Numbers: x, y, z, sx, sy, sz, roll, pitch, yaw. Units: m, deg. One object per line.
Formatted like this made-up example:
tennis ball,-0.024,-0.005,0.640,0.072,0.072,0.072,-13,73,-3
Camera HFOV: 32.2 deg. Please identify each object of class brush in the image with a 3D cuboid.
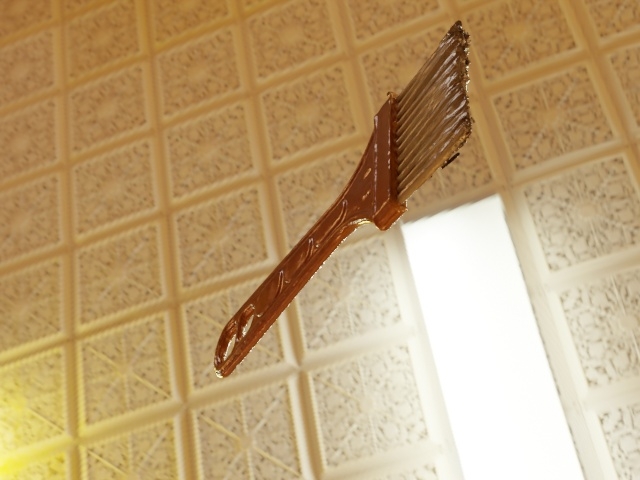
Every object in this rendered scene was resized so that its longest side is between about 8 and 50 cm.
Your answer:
brush,0.000,0.000,0.675,0.314,0.017,0.090,-50,-154,43
